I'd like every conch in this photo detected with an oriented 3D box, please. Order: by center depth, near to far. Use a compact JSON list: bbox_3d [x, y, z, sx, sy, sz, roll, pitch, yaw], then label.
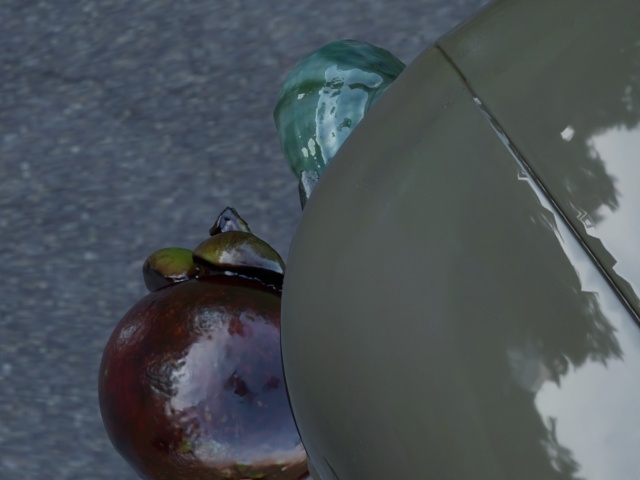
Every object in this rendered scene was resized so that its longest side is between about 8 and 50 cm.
[{"bbox_3d":[0.054,-0.111,1.925,0.220,0.277,0.195,24,80,-28],"label":"conch"}]

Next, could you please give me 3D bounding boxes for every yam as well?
[{"bbox_3d":[0.000,0.000,1.697,0.033,0.027,0.129,-3,81,-30],"label":"yam"}]

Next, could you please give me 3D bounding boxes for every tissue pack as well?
[{"bbox_3d":[0.158,0.096,0.625,0.277,0.267,0.387,-36,75,2],"label":"tissue pack"}]

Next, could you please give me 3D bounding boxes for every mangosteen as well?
[{"bbox_3d":[-0.082,0.094,1.567,0.215,0.215,0.257,10,61,-33],"label":"mangosteen"}]
